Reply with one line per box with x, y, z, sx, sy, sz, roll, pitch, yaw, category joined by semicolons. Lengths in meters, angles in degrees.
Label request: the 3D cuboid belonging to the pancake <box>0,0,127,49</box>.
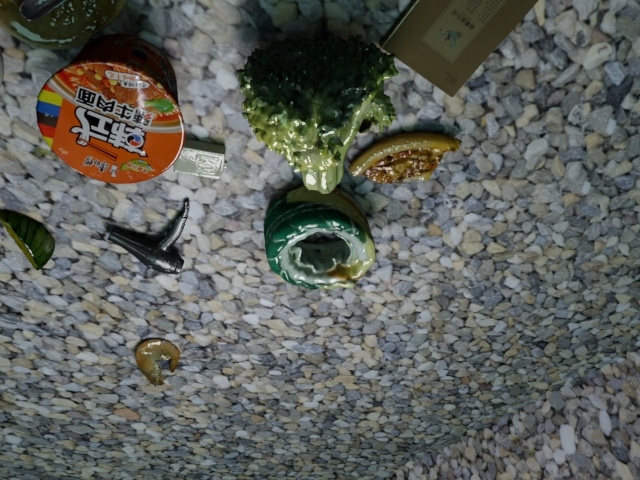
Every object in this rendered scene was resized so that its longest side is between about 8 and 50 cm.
-0.474;-0.463;0.904;0.283;0.049;0.282;-7;132;-8;pancake

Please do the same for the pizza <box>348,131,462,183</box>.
0.200;-0.193;1.265;0.271;0.056;0.134;-6;125;-4;pizza

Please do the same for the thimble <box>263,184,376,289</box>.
0.000;0.000;1.333;0.254;0.167;0.288;-36;127;23;thimble

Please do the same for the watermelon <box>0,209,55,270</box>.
-0.706;0.014;1.282;0.092;0.075;0.181;-4;134;-1;watermelon

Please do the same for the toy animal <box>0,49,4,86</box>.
-0.707;-0.316;0.883;0.310;0.250;0.250;-3;134;-25;toy animal

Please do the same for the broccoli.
0.008;-0.231;0.996;0.294;0.347;0.280;-8;128;-12;broccoli

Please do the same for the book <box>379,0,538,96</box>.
0.295;-0.460;1.060;0.217;0.021;0.310;24;124;-29;book

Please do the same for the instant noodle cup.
-0.380;-0.263;1.005;0.251;0.192;0.250;-5;133;-6;instant noodle cup

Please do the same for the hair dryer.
-0.396;-0.028;1.322;0.196;0.075;0.219;31;111;-22;hair dryer

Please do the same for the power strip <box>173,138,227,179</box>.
-0.295;-0.187;1.192;0.175;0.042;0.075;7;132;-16;power strip

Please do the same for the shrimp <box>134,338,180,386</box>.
-0.512;0.392;1.694;0.133;0.053;0.236;-19;132;-20;shrimp

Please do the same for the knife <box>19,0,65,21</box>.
-0.375;-0.446;0.877;0.278;0.053;0.123;-28;137;9;knife
